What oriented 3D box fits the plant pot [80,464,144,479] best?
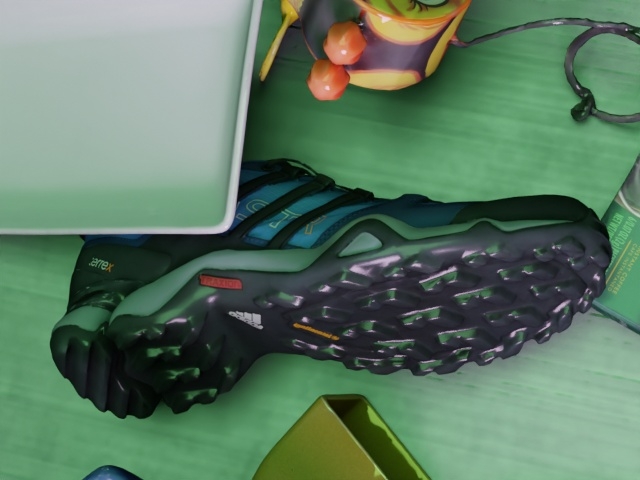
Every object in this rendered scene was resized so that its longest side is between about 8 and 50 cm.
[{"bbox_3d":[-0.080,0.270,0.900,0.236,0.212,0.236,-46,75,2],"label":"plant pot"}]

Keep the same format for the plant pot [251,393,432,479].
[{"bbox_3d":[0.006,0.139,0.976,0.083,0.081,0.081,-42,75,11],"label":"plant pot"}]

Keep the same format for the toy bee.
[{"bbox_3d":[0.025,-0.151,0.962,0.298,0.162,0.195,23,129,28],"label":"toy bee"}]

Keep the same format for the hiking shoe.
[{"bbox_3d":[0.000,0.000,0.972,0.304,0.113,0.132,-9,53,11],"label":"hiking shoe"}]

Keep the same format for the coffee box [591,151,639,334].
[{"bbox_3d":[0.235,0.024,0.967,0.184,0.040,0.113,31,88,15],"label":"coffee box"}]

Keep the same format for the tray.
[{"bbox_3d":[-0.134,-0.072,1.013,0.270,0.030,0.145,0,80,39],"label":"tray"}]
